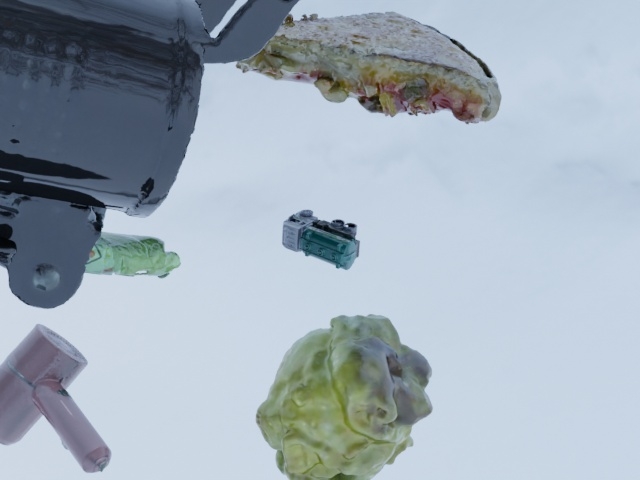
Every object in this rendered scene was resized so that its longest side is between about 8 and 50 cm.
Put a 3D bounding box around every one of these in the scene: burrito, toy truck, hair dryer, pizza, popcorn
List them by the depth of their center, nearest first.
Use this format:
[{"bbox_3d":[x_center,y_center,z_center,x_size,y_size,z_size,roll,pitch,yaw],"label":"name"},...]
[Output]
[{"bbox_3d":[0.000,0.000,0.800,0.083,0.044,0.039,20,120,31],"label":"toy truck"},{"bbox_3d":[-0.293,0.000,0.995,0.288,0.104,0.054,13,106,-49],"label":"burrito"},{"bbox_3d":[0.048,-0.268,1.278,0.406,0.440,0.130,1,116,-13],"label":"pizza"},{"bbox_3d":[0.042,0.297,1.481,0.312,0.312,0.312,-2,122,-3],"label":"popcorn"},{"bbox_3d":[-0.491,0.325,1.509,0.210,0.352,0.125,-49,138,-7],"label":"hair dryer"}]

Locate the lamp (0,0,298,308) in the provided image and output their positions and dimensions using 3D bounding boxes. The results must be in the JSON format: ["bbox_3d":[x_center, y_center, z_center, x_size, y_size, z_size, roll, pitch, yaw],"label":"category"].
[{"bbox_3d":[-0.231,-0.145,0.688,0.272,0.205,0.374,31,95,-31],"label":"lamp"}]
